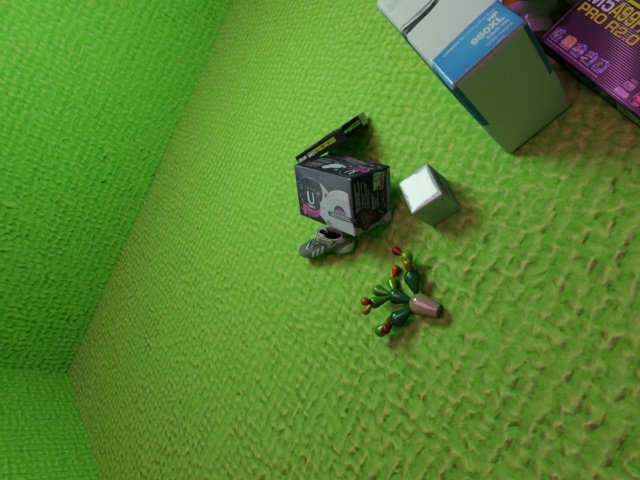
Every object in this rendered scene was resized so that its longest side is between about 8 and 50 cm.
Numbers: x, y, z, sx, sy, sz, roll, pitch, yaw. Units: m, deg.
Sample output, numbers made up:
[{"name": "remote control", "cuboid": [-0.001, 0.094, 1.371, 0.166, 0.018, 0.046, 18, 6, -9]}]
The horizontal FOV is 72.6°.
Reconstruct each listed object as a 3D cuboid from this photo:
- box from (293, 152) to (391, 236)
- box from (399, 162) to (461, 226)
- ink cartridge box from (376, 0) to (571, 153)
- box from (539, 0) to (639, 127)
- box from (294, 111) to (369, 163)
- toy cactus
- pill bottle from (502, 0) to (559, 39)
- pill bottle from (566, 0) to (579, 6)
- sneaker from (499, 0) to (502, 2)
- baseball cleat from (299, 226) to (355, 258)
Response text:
[{"name": "box", "cuboid": [0.056, -0.130, 1.191, 0.247, 0.142, 0.163, 26, 129, 49]}, {"name": "box", "cuboid": [0.261, -0.107, 1.043, 0.087, 0.102, 0.101, -36, 51, 28]}, {"name": "ink cartridge box", "cuboid": [0.329, -0.424, 0.972, 0.166, 0.286, 0.394, -42, 48, 24]}, {"name": "box", "cuboid": [0.592, -0.376, 0.808, 0.216, 0.060, 0.270, -44, 59, 24]}, {"name": "box", "cuboid": [0.037, -0.308, 1.325, 0.184, 0.045, 0.190, -22, 16, 37]}, {"name": "toy cactus", "cuboid": [0.196, 0.130, 1.021, 0.181, 0.112, 0.218, 17, 77, 39]}, {"name": "pill bottle", "cuboid": [0.469, -0.565, 0.977, 0.118, 0.118, 0.208, 2, 101, 47]}, {"name": "pill bottle", "cuboid": [0.575, -0.618, 0.928, 0.119, 0.119, 0.208, -15, 63, 42]}, {"name": "sneaker", "cuboid": [0.490, -0.594, 1.060, 0.135, 0.051, 0.070, -3, 78, 44]}, {"name": "baseball cleat", "cuboid": [0.000, 0.000, 1.261, 0.206, 0.109, 0.072, -11, 52, 38]}]
